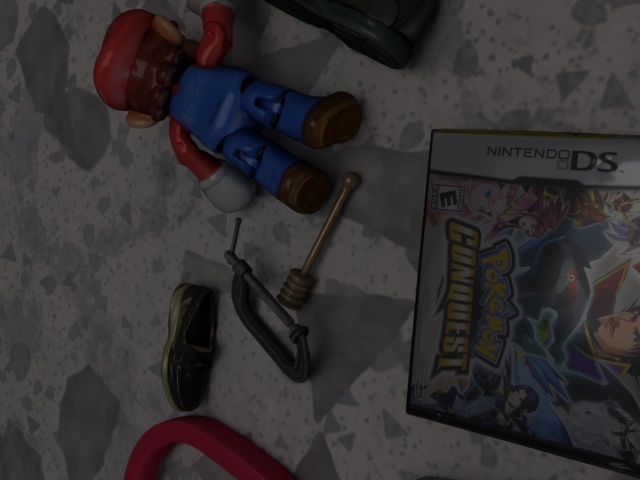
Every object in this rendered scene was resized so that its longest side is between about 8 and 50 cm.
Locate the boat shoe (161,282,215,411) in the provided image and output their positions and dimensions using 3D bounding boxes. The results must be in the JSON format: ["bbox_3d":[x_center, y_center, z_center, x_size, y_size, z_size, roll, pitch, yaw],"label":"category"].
[{"bbox_3d":[-0.150,0.126,0.964,0.049,0.056,0.152,0,91,42],"label":"boat shoe"}]

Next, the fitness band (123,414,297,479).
[{"bbox_3d":[-0.116,0.327,0.948,0.291,0.054,0.208,26,103,33],"label":"fitness band"}]

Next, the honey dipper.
[{"bbox_3d":[0.000,0.000,0.866,0.030,0.030,0.160,38,110,31],"label":"honey dipper"}]

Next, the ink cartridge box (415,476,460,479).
[{"bbox_3d":[0.137,0.340,0.737,0.134,0.078,0.230,-5,88,37],"label":"ink cartridge box"}]

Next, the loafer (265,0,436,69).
[{"bbox_3d":[0.000,-0.265,0.838,0.268,0.096,0.084,36,91,24],"label":"loafer"}]

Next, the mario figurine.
[{"bbox_3d":[-0.103,-0.161,0.912,0.321,0.170,0.198,32,73,22],"label":"mario figurine"}]

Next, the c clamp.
[{"bbox_3d":[-0.059,0.075,0.882,0.160,0.022,0.137,49,145,22],"label":"c clamp"}]

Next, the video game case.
[{"bbox_3d":[0.197,0.044,0.714,0.248,0.035,0.274,8,95,36],"label":"video game case"}]
